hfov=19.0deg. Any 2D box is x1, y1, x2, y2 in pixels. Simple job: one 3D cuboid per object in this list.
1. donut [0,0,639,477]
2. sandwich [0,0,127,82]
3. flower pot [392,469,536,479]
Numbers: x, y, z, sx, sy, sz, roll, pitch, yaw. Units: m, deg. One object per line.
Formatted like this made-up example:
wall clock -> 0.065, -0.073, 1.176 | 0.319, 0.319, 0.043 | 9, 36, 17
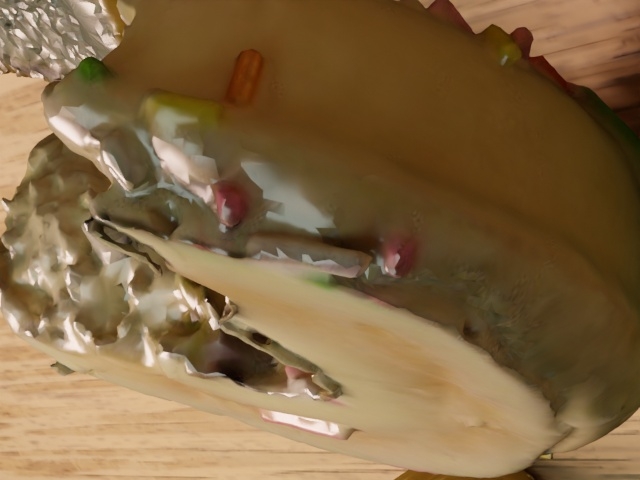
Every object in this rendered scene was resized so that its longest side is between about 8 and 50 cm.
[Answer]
donut -> 0.009, 0.001, 0.877 | 0.307, 0.150, 0.371 | 21, 163, -10
sandwich -> -0.204, -0.209, 0.966 | 0.271, 0.099, 0.301 | 13, 146, 49
flower pot -> 0.070, 0.230, 1.144 | 0.195, 0.179, 0.195 | 29, 148, 21
